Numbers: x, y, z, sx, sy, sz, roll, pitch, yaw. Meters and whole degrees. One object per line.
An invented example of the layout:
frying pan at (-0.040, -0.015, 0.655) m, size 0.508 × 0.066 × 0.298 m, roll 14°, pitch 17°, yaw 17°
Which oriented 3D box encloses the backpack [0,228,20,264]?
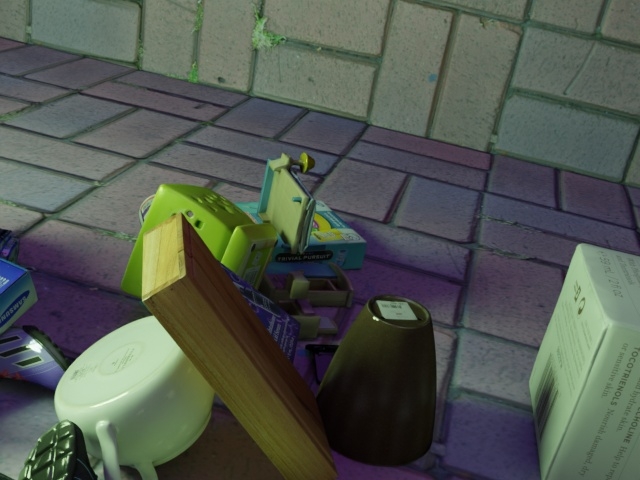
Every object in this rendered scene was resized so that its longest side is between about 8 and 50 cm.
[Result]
backpack at (-0.646, 0.034, 1.571) m, size 0.084 × 0.105 × 0.114 m, roll 20°, pitch 21°, yaw -5°

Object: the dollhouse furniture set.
dollhouse furniture set at (0.000, 0.000, 1.669) m, size 0.198 × 0.303 × 0.286 m, roll 2°, pitch 25°, yaw -24°

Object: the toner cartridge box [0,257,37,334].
toner cartridge box at (-0.620, 0.150, 1.218) m, size 0.165 × 0.075 × 0.348 m, roll 21°, pitch 47°, yaw 19°

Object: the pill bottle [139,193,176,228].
pill bottle at (-0.353, -0.025, 1.825) m, size 0.108 × 0.108 × 0.193 m, roll 2°, pitch 26°, yaw -20°

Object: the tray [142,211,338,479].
tray at (-0.115, 0.169, 1.176) m, size 0.076 × 0.411 × 0.203 m, roll -30°, pitch 28°, yaw 4°

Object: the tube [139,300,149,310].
tube at (-0.265, 0.157, 1.539) m, size 0.080 × 0.052 × 0.207 m, roll 5°, pitch 16°, yaw -45°

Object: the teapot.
teapot at (-0.253, 0.248, 1.183) m, size 0.256 × 0.187 × 0.252 m, roll -37°, pitch 27°, yaw -26°

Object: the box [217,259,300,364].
box at (-0.150, 0.157, 1.402) m, size 0.207 × 0.108 × 0.153 m, roll 38°, pitch 21°, yaw -13°

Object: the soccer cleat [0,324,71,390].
soccer cleat at (-0.537, 0.184, 1.316) m, size 0.318 × 0.109 × 0.116 m, roll 25°, pitch 51°, yaw 21°

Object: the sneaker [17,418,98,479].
sneaker at (-0.309, 0.347, 0.987) m, size 0.106 × 0.101 × 0.267 m, roll 42°, pitch 20°, yaw -41°

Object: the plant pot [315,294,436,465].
plant pot at (0.106, 0.215, 1.333) m, size 0.215 × 0.230 × 0.215 m, roll 9°, pitch 24°, yaw -4°

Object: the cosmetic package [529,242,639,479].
cosmetic package at (0.599, 0.247, 1.355) m, size 0.393 × 0.327 × 0.329 m, roll 14°, pitch 24°, yaw 4°

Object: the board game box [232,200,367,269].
board game box at (-0.095, -0.012, 1.943) m, size 0.336 × 0.079 × 0.254 m, roll -3°, pitch 27°, yaw -29°

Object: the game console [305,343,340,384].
game console at (0.039, 0.237, 1.527) m, size 0.122 × 0.071 × 0.107 m, roll 4°, pitch -5°, yaw -16°

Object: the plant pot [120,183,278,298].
plant pot at (-0.223, 0.031, 1.577) m, size 0.207 × 0.227 × 0.228 m, roll 24°, pitch 9°, yaw 13°

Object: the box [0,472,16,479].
box at (-0.466, 0.364, 0.974) m, size 0.175 × 0.051 × 0.220 m, roll 19°, pitch 25°, yaw 17°
